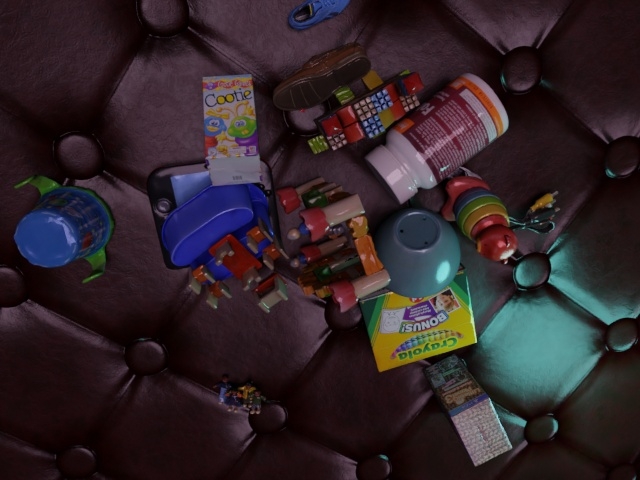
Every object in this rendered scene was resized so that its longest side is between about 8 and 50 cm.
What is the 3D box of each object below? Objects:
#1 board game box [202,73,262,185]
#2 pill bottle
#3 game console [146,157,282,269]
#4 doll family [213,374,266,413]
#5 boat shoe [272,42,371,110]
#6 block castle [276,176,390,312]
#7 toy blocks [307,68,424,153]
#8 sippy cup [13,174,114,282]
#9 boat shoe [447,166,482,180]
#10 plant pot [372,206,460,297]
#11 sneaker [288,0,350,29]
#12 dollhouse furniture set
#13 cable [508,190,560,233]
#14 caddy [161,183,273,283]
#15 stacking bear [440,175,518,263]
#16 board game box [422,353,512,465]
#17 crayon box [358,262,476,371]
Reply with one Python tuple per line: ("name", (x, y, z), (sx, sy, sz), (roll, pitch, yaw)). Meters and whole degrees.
("board game box", (-0.248, -0.312, 1.336), (0.145, 0.142, 0.275), (-6, 66, -6))
("pill bottle", (0.343, -0.302, 1.447), (0.392, 0.224, 0.224), (-38, 107, 4))
("game console", (-0.331, -0.087, 1.510), (0.387, 0.060, 0.341), (-8, 107, -4))
("doll family", (-0.289, 0.546, 1.690), (0.193, 0.076, 0.111), (4, 110, -5))
("boat shoe", (-0.004, -0.489, 1.416), (0.308, 0.104, 0.110), (-21, 147, 3))
("block castle", (0.000, 0.000, 1.377), (0.213, 0.453, 0.302), (-24, 109, -7))
("toy blocks", (0.140, -0.373, 1.381), (0.382, 0.261, 0.190), (-28, 107, 2))
("sippy cup", (-0.758, -0.030, 1.385), (0.306, 0.224, 0.240), (26, 101, -13))
("boat shoe", (0.469, -0.214, 1.571), (0.184, 0.063, 0.066), (31, 100, -14))
("plant pot", (0.296, 0.011, 1.470), (0.291, 0.195, 0.290), (-3, 65, 6))
("sneaker", (0.004, -0.675, 1.371), (0.209, 0.082, 0.069), (-28, 106, 0))
("dollhouse furniture set", (-0.212, 0.084, 1.383), (0.262, 0.135, 0.259), (-35, 125, 7))
("cable", (0.701, -0.068, 1.628), (0.287, 0.072, 0.139), (-18, 122, -10))
("caddy", (-0.307, -0.034, 1.420), (0.341, 0.179, 0.241), (-34, 135, 5))
("stacking bear", (0.511, -0.054, 1.482), (0.164, 0.289, 0.175), (-7, 132, -6))
("board game box", (0.514, 0.593, 1.691), (0.141, 0.291, 0.232), (-27, 107, 1))
("crayon box", (0.330, 0.256, 1.627), (0.363, 0.106, 0.313), (-17, 115, 0))
